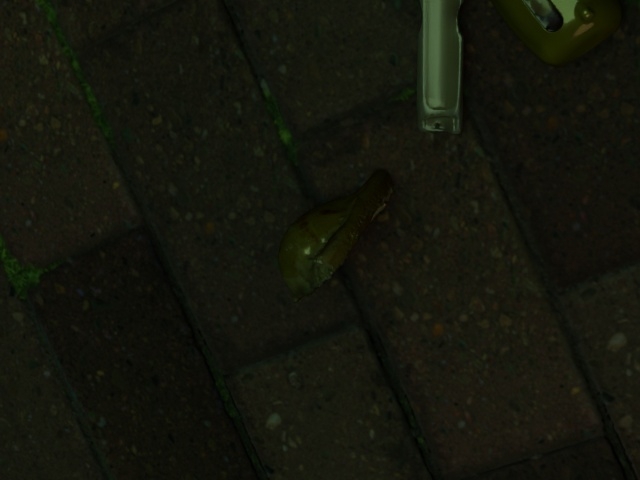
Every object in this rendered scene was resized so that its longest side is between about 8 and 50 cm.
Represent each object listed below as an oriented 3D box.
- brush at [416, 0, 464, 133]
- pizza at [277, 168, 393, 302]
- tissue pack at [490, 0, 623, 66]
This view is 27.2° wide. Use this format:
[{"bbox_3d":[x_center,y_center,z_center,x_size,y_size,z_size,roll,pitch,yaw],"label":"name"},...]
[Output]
[{"bbox_3d":[0.152,-0.293,1.630,0.060,0.050,0.321,5,106,17],"label":"brush"},{"bbox_3d":[-0.003,0.003,1.684,0.080,0.204,0.188,41,120,-3],"label":"pizza"},{"bbox_3d":[0.264,-0.295,1.541,0.123,0.127,0.178,-36,87,27],"label":"tissue pack"}]
